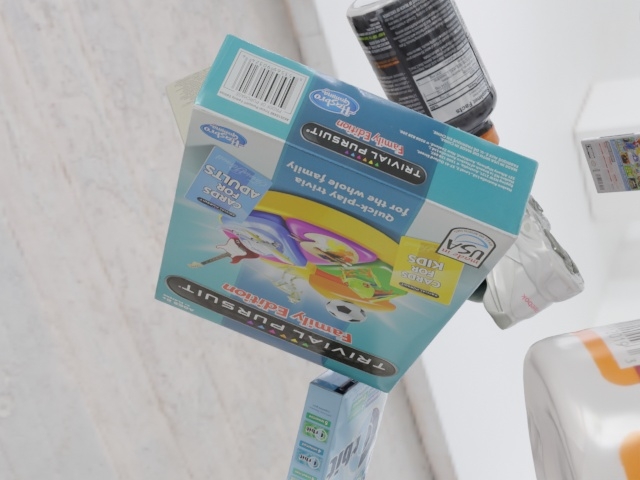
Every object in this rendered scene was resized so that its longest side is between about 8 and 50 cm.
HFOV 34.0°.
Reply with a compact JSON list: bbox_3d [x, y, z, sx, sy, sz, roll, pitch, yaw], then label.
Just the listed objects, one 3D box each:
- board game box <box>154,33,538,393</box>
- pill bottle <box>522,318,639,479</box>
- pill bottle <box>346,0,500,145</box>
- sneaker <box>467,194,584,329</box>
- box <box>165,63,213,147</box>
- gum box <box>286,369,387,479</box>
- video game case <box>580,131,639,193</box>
[{"bbox_3d":[0.000,0.000,0.905,0.336,0.254,0.079,115,-3,-59],"label":"board game box"},{"bbox_3d":[0.354,0.138,0.705,0.224,0.392,0.224,-11,90,-88],"label":"pill bottle"},{"bbox_3d":[0.141,-0.211,1.327,0.245,0.131,0.130,61,36,-21],"label":"pill bottle"},{"bbox_3d":[0.176,0.005,1.059,0.090,0.115,0.232,46,16,-22],"label":"sneaker"},{"bbox_3d":[-0.115,-0.123,1.354,0.275,0.113,0.094,-113,179,-50],"label":"box"},{"bbox_3d":[0.017,0.215,1.111,0.157,0.041,0.184,-24,130,-63],"label":"gum box"},{"bbox_3d":[0.438,-0.111,1.503,0.011,0.122,0.087,-34,109,-35],"label":"video game case"}]
